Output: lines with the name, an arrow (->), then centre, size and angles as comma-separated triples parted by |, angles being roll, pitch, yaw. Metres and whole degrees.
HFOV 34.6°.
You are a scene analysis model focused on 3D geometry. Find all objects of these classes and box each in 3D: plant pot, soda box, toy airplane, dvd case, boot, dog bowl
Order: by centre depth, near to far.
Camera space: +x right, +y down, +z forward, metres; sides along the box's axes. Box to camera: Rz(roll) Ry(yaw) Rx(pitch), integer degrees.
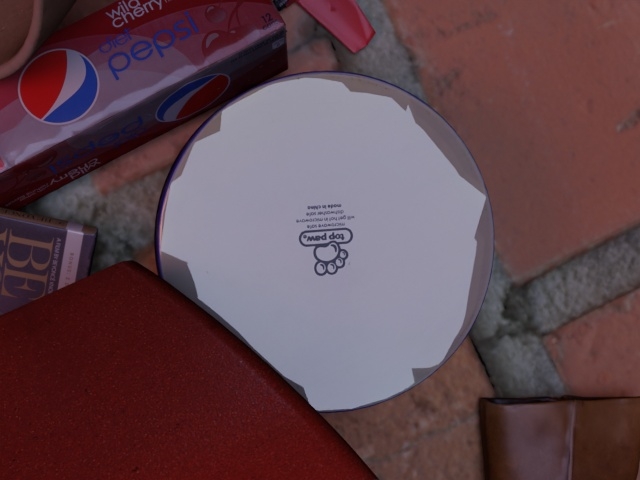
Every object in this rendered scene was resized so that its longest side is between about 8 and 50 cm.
plant pot -> -0.150, 0.177, 0.705 | 0.267, 0.267, 0.236 | -26, 64, -22
dvd case -> -0.295, 0.043, 0.794 | 0.221, 0.018, 0.165 | 12, 113, -9
soda box -> -0.157, -0.123, 0.798 | 0.263, 0.092, 0.083 | -28, 80, -7
dog bowl -> 0.000, 0.000, 0.822 | 0.264, 0.104, 0.265 | 0, 92, -8
toy airplane -> 0.010, -0.235, 0.857 | 0.151, 0.028, 0.151 | 0, 91, -7
boot -> 0.259, 0.275, 0.894 | 0.264, 0.096, 0.281 | 4, 83, -1

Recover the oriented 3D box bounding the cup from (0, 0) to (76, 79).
cup -> -0.246, -0.311, 0.700 | 0.331, 0.331, 0.237 | 41, 58, -7
